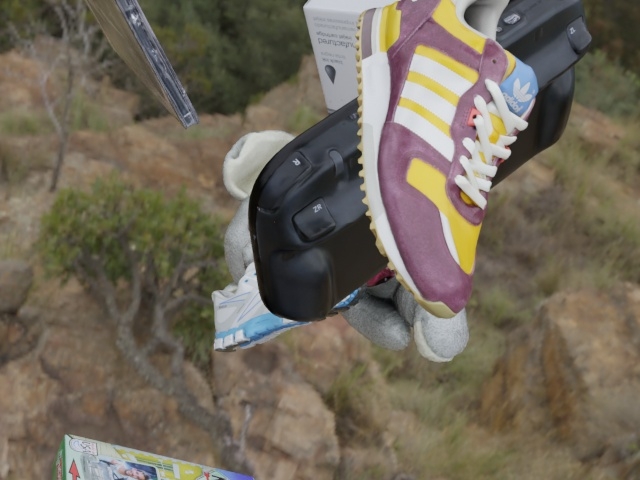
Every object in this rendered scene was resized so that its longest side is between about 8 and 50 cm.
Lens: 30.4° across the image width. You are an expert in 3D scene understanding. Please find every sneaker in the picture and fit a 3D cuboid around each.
[{"bbox_3d":[-0.042,0.055,1.233,0.071,0.190,0.083,8,65,-62],"label":"sneaker"},{"bbox_3d":[0.067,-0.053,0.578,0.083,0.069,0.186,-17,59,21],"label":"sneaker"}]

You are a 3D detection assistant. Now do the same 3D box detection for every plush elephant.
[{"bbox_3d":[0.000,0.000,1.367,0.255,0.330,0.272,-7,94,-8],"label":"plush elephant"}]

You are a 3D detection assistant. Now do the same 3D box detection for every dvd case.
[{"bbox_3d":[-0.172,-0.195,0.953,0.018,0.165,0.221,-33,35,-9],"label":"dvd case"}]

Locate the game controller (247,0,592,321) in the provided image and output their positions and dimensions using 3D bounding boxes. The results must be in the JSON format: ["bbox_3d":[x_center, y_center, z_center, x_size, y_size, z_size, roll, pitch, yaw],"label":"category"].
[{"bbox_3d":[0.078,-0.065,0.861,0.319,0.166,0.067,-35,64,-24],"label":"game controller"}]

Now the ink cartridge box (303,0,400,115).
[{"bbox_3d":[0.120,-0.202,1.536,0.211,0.289,0.121,11,47,28],"label":"ink cartridge box"}]

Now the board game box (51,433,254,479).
[{"bbox_3d":[-0.140,0.308,1.095,0.213,0.046,0.317,17,20,-21],"label":"board game box"}]
